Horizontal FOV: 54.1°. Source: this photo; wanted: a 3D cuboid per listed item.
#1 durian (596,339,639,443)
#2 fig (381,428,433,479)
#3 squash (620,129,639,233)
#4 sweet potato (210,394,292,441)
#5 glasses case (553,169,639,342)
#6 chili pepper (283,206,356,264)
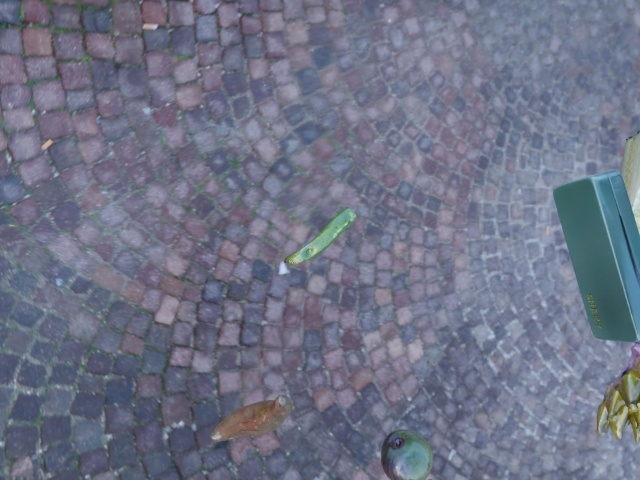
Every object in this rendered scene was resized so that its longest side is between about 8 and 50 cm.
[{"bbox_3d":[0.350,0.053,0.457,0.341,0.191,0.112,-42,69,10],"label":"durian"},{"bbox_3d":[0.248,0.613,1.679,0.149,0.149,0.245,-44,126,-20],"label":"fig"},{"bbox_3d":[0.554,-0.066,1.022,0.093,0.169,0.252,12,80,6],"label":"squash"},{"bbox_3d":[-0.112,0.324,1.151,0.078,0.255,0.058,17,55,-33],"label":"sweet potato"},{"bbox_3d":[0.317,0.019,0.694,0.039,0.078,0.184,-15,88,-15],"label":"glasses case"},{"bbox_3d":[0.000,0.000,1.438,0.202,0.052,0.050,-40,70,5],"label":"chili pepper"}]
